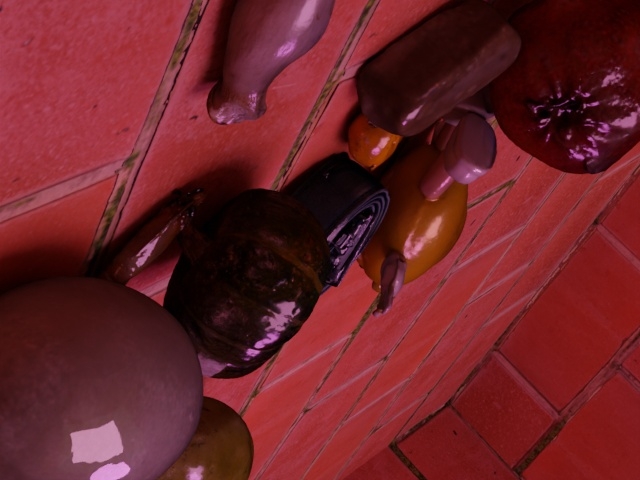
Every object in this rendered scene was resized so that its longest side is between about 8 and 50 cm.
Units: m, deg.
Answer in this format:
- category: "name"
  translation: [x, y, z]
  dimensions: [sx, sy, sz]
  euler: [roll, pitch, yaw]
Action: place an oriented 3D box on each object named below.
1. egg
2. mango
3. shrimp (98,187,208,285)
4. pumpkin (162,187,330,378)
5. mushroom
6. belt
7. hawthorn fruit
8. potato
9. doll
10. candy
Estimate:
- category: "egg"
  translation: [-0.272, 0.168, 1.439]
  dimensions: [0.258, 0.258, 0.352]
  euler: [-48, 165, 15]
- category: "mango"
  translation: [0.085, -0.151, 1.834]
  dimensions: [0.101, 0.066, 0.187]
  euler: [-55, 167, 8]
- category: "shrimp"
  translation: [-0.209, 0.002, 1.570]
  dimensions: [0.190, 0.042, 0.101]
  euler: [-45, -176, 3]
- category: "pumpkin"
  translation: [-0.108, 0.040, 1.629]
  dimensions: [0.260, 0.189, 0.260]
  euler: [-50, -160, 26]
- category: "mushroom"
  translation: [-0.051, -0.203, 1.337]
  dimensions: [0.225, 0.093, 0.116]
  euler: [-62, 177, 36]
- category: "belt"
  translation: [0.000, 0.000, 1.911]
  dimensions: [0.206, 0.116, 0.267]
  euler: [-35, 160, -42]
- category: "hawthorn fruit"
  translation: [0.387, -0.257, 1.886]
  dimensions: [0.307, 0.265, 0.265]
  euler: [-50, 172, -44]
- category: "potato"
  translation: [-0.222, 0.348, 2.103]
  dimensions: [0.216, 0.216, 0.304]
  euler: [-44, 154, 3]
- category: "doll"
  translation: [0.162, -0.058, 2.006]
  dimensions: [0.348, 0.161, 0.423]
  euler: [-73, -171, -72]
- category: "candy"
  translation: [0.157, -0.233, 1.731]
  dimensions: [0.234, 0.104, 0.102]
  euler: [-39, 158, -18]
